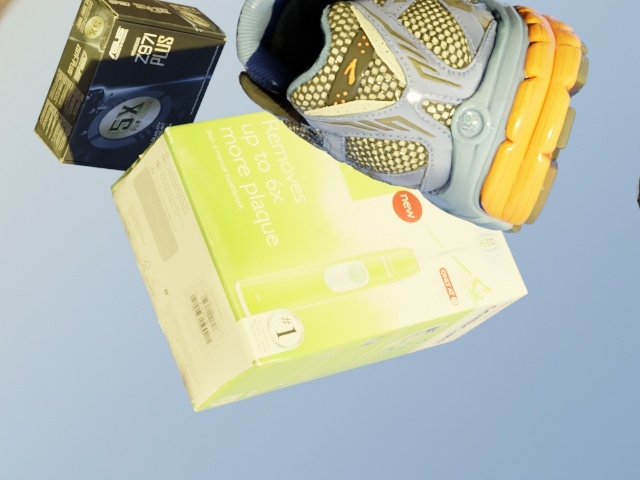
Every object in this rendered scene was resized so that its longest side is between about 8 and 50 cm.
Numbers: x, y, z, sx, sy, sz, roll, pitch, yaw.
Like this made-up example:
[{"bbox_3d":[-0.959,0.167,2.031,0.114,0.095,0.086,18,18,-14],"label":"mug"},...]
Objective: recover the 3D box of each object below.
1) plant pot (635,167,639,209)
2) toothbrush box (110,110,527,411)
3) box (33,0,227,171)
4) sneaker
[{"bbox_3d":[0.301,-0.045,0.950,0.237,0.237,0.109,-76,177,-61],"label":"plant pot"},{"bbox_3d":[0.000,0.000,1.444,0.283,0.206,0.122,-11,163,-36],"label":"toothbrush box"},{"bbox_3d":[-0.207,-0.171,1.887,0.077,0.147,0.180,45,-61,43],"label":"box"},{"bbox_3d":[0.012,-0.069,0.578,0.083,0.087,0.221,-69,-162,6],"label":"sneaker"}]
